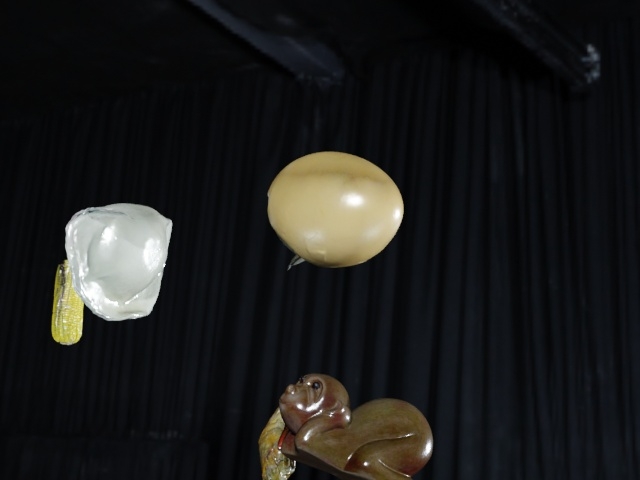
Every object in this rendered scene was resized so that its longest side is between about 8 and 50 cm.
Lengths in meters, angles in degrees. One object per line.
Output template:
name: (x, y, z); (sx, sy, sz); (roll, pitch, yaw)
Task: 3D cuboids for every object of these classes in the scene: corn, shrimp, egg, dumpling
corn: (-0.592, 0.144, 2.238); (0.072, 0.203, 0.072); (5, -1, 0)
shrimp: (-0.053, 0.347, 1.662); (0.063, 0.152, 0.287); (40, 13, -11)
egg: (0.030, -0.053, 1.626); (0.244, 0.201, 0.201); (-2, -16, 42)
dumpling: (-0.436, 0.047, 2.120); (0.181, 0.260, 0.341); (-1, -2, 0)

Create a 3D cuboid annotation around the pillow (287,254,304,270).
pillow: (0.000, 0.000, 2.158); (0.131, 0.038, 0.233); (-36, 3, 29)

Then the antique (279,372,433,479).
antique: (0.052, 0.285, 1.417); (0.257, 0.143, 0.121); (24, -21, -10)
